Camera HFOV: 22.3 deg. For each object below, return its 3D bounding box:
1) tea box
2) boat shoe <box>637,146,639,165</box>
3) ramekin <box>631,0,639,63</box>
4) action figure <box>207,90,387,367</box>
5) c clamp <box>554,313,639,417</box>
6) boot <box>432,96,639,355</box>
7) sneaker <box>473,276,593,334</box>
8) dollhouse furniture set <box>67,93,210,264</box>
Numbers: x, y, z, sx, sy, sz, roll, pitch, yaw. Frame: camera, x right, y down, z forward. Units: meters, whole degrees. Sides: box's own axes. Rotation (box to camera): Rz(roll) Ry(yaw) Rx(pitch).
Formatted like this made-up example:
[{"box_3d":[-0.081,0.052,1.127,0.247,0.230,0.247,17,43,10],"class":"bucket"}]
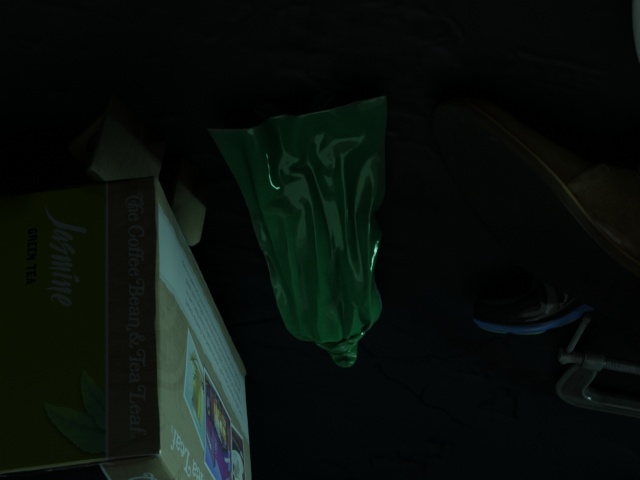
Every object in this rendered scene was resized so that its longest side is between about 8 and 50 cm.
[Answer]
[{"box_3d":[-0.234,0.144,1.208,0.323,0.220,0.329,-7,150,5],"class":"tea box"},{"box_3d":[0.315,-0.077,1.240,0.152,0.049,0.056,-7,138,0],"class":"boat shoe"},{"box_3d":[0.346,-0.193,1.123,0.277,0.135,0.277,0,120,0],"class":"ramekin"},{"box_3d":[0.000,0.000,1.281,0.137,0.063,0.232,-8,115,4],"class":"action figure"},{"box_3d":[0.264,0.116,1.336,0.160,0.022,0.137,13,147,-11],"class":"c clamp"},{"box_3d":[0.219,-0.018,1.220,0.305,0.115,0.112,40,158,9],"class":"boot"},{"box_3d":[0.205,0.018,1.296,0.188,0.067,0.078,-28,94,18],"class":"sneaker"},{"box_3d":[-0.164,0.007,1.253,0.151,0.123,0.144,-40,111,21],"class":"dollhouse furniture set"}]
